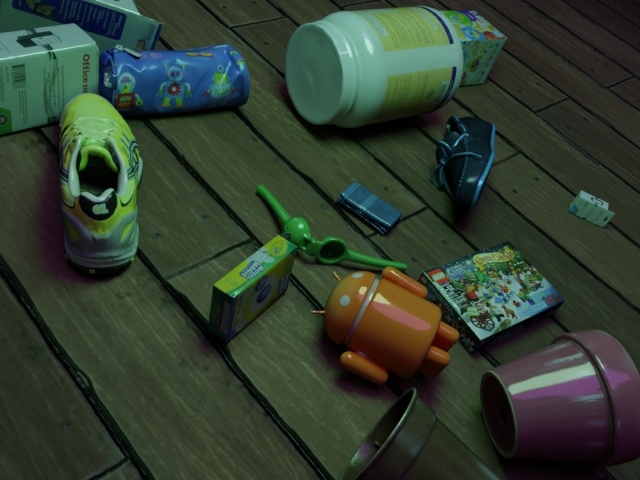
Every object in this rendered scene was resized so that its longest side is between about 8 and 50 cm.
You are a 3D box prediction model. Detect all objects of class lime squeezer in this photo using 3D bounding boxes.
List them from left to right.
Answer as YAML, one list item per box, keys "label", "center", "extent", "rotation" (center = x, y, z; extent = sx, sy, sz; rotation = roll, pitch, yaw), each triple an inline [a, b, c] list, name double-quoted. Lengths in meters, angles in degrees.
- label: "lime squeezer"
  center: [0.000, 0.000, 1.211]
  extent: [0.311, 0.058, 0.110]
  rotation: [28, 14, 9]

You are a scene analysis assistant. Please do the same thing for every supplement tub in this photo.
- label: "supplement tub"
  center: [0.115, -0.373, 1.474]
  extent: [0.332, 0.241, 0.241]
  rotation: [-16, 55, -34]

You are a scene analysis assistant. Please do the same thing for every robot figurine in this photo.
- label: "robot figurine"
  center: [0.098, 0.130, 1.056]
  extent: [0.220, 0.158, 0.128]
  rotation: [27, 9, 5]

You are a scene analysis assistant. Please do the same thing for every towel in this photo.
- label: "towel"
  center: [0.095, -0.063, 1.314]
  extent: [0.119, 0.029, 0.067]
  rotation: [35, 45, 14]

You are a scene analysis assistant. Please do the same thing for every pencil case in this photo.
- label: "pencil case"
  center: [-0.287, -0.318, 1.339]
  extent: [0.306, 0.133, 0.119]
  rotation: [-11, 39, -32]

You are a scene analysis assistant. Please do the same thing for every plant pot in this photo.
- label: "plant pot"
  center: [0.134, 0.308, 0.884]
  extent: [0.165, 0.167, 0.167]
  rotation: [39, 45, 5]
- label: "plant pot"
  center: [0.345, 0.241, 1.014]
  extent: [0.180, 0.201, 0.201]
  rotation: [-7, 49, -8]

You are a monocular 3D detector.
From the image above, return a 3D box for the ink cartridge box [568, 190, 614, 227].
- label: "ink cartridge box"
  center: [0.597, -0.069, 1.507]
  extent: [0.083, 0.048, 0.028]
  rotation: [27, 44, 3]

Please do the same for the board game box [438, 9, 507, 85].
- label: "board game box"
  center: [0.301, -0.481, 1.723]
  extent: [0.276, 0.144, 0.142]
  rotation: [-13, 53, -33]

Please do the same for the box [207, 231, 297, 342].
- label: "box"
  center: [-0.096, 0.067, 1.054]
  extent: [0.043, 0.105, 0.179]
  rotation: [30, 44, 17]

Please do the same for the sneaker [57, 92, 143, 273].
- label: "sneaker"
  center: [-0.352, -0.129, 1.115]
  extent: [0.145, 0.147, 0.384]
  rotation: [-4, 48, -23]

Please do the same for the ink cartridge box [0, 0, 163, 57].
- label: "ink cartridge box"
  center: [-0.480, -0.419, 1.300]
  extent: [0.333, 0.165, 0.065]
  rotation: [14, 49, -24]

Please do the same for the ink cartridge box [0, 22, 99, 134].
- label: "ink cartridge box"
  center: [-0.504, -0.283, 1.200]
  extent: [0.209, 0.153, 0.087]
  rotation: [-23, 55, -38]

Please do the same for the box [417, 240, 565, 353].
- label: "box"
  center: [0.306, 0.095, 1.232]
  extent: [0.233, 0.044, 0.159]
  rotation: [-17, 56, -34]

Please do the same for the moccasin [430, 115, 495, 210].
- label: "moccasin"
  center: [0.293, -0.165, 1.443]
  extent: [0.117, 0.137, 0.342]
  rotation: [20, 29, 3]
